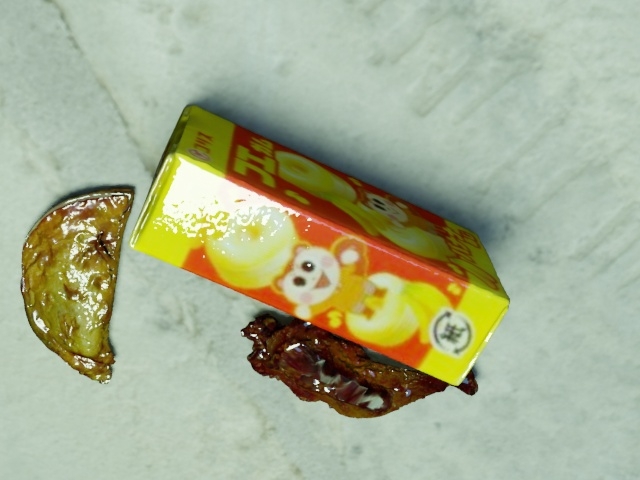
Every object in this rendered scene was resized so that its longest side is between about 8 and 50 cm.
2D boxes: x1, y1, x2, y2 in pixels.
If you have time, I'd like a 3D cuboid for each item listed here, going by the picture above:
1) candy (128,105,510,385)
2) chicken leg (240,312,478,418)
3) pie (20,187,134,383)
[{"bbox_3d":[0.000,0.000,0.756,0.276,0.146,0.088,24,110,-13],"label":"candy"},{"bbox_3d":[0.031,0.116,0.856,0.219,0.048,0.089,23,113,-11],"label":"chicken leg"},{"bbox_3d":[-0.214,0.041,0.827,0.088,0.033,0.191,10,112,-2],"label":"pie"}]
